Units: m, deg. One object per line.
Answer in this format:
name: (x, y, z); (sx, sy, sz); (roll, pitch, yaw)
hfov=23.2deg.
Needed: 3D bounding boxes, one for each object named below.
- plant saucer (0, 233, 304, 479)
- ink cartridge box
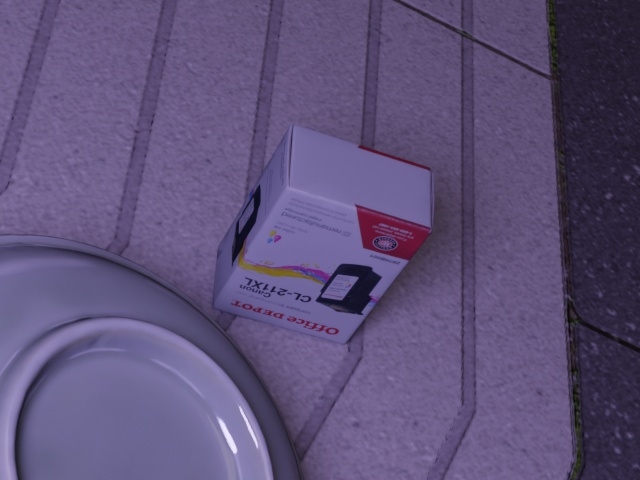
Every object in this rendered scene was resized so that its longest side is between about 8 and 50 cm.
plant saucer: (-0.141, 0.164, 1.034); (0.400, 0.100, 0.400); (22, 52, -32)
ink cartridge box: (0.000, 0.000, 1.288); (0.127, 0.175, 0.072); (16, 49, -16)
